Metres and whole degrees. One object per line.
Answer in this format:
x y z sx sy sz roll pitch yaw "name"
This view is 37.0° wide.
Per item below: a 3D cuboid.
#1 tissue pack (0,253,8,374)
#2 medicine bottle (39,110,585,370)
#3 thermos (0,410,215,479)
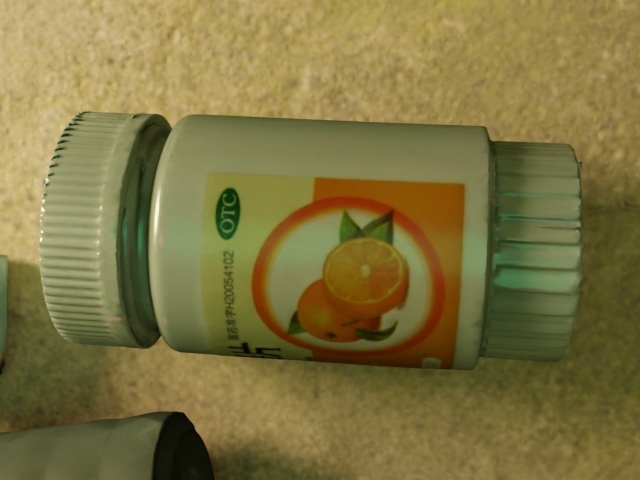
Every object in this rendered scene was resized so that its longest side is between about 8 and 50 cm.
-0.268 0.053 0.695 0.074 0.059 0.094 6 95 3 "tissue pack"
0.000 0.000 0.617 0.318 0.158 0.158 2 94 5 "medicine bottle"
-0.219 0.216 0.671 0.286 0.145 0.182 -9 127 8 "thermos"
